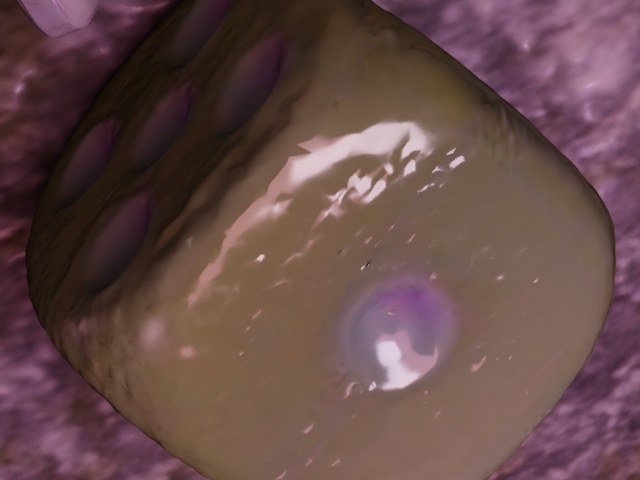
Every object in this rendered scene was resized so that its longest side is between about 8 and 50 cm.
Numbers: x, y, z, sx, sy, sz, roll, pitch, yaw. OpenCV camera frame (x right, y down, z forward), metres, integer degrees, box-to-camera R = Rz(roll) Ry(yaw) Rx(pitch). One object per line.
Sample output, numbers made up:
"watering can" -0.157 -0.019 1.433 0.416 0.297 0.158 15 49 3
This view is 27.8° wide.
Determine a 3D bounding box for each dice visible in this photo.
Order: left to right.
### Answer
"dice" 0.000 0.000 0.756 0.252 0.250 0.254 36 98 -31

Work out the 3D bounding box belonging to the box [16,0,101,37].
"box" -0.179 -0.247 0.636 0.044 0.142 0.285 -17 124 20
